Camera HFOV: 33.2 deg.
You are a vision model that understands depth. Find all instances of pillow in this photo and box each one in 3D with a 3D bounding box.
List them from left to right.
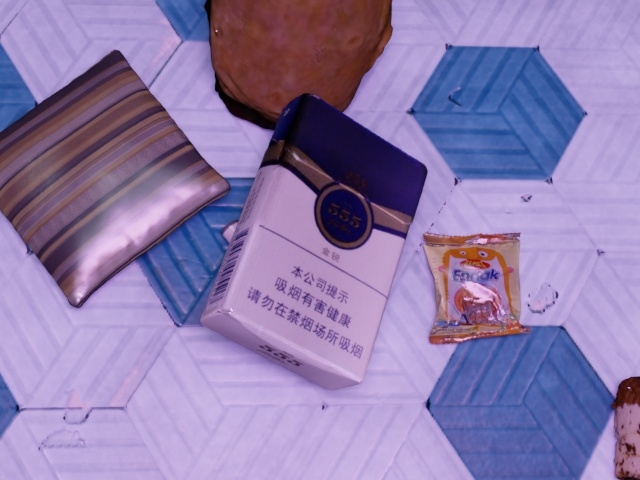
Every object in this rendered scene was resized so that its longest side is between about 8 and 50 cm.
[{"bbox_3d":[-0.236,-0.069,1.132,0.208,0.052,0.212,-38,76,-12],"label":"pillow"}]

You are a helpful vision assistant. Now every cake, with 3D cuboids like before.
[{"bbox_3d":[0.413,0.201,1.107,0.246,0.135,0.112,9,79,-33],"label":"cake"}]

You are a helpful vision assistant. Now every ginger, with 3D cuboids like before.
[{"bbox_3d":[-0.021,-0.273,1.135,0.200,0.223,0.269,-3,70,-10],"label":"ginger"}]

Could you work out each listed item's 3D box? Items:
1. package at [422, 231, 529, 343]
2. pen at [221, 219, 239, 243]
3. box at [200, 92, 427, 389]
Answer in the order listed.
[{"bbox_3d":[0.165,0.049,1.139,0.108,0.031,0.120,-1,72,-5],"label":"package"},{"bbox_3d":[-0.033,0.061,1.122,0.025,0.025,0.204,-37,79,-15],"label":"pen"},{"bbox_3d":[0.000,0.000,1.080,0.168,0.071,0.259,29,64,-22],"label":"box"}]
